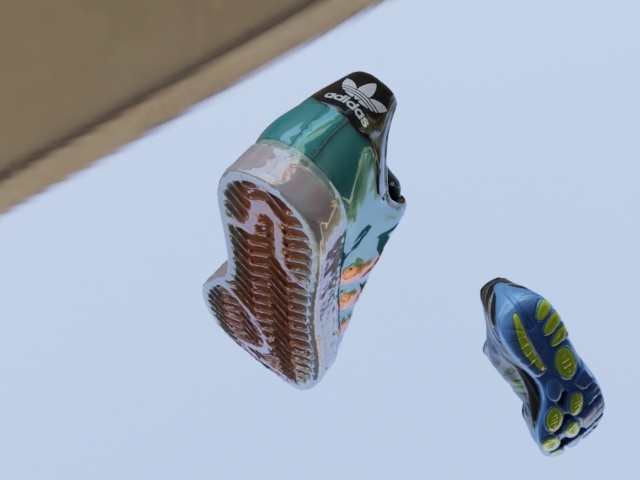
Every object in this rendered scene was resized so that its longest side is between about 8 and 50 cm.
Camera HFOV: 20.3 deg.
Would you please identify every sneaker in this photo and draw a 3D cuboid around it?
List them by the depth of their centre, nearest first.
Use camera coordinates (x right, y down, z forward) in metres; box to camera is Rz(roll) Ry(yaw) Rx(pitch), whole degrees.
[{"bbox_3d":[0.000,0.000,1.177,0.121,0.108,0.302,-47,-12,-23],"label":"sneaker"},{"bbox_3d":[0.179,0.102,1.466,0.067,0.078,0.188,-31,-55,-7],"label":"sneaker"}]
